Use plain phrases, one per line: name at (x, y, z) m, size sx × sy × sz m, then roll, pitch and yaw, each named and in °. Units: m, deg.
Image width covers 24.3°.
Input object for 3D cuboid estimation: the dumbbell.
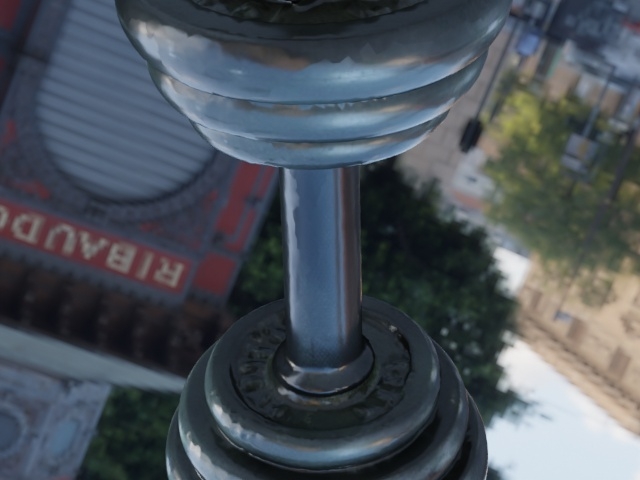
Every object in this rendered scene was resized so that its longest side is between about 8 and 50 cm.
dumbbell at (0.000, 0.000, 0.730) m, size 0.179 × 0.406 × 0.179 m, roll -1°, pitch -143°, yaw 1°
